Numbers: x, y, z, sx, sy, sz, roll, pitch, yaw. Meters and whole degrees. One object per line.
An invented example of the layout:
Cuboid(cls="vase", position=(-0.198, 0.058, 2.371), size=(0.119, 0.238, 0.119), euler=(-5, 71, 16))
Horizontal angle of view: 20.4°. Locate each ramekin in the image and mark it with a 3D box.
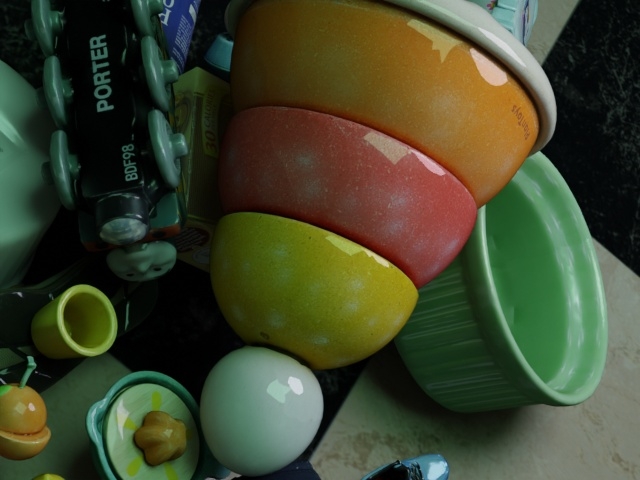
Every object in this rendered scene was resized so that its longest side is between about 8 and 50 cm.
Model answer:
Cuboid(cls="ramekin", position=(-0.383, -0.070, 1.744), size=(0.277, 0.135, 0.277), euler=(20, 49, -24))
Cuboid(cls="ramekin", position=(0.192, 0.051, 2.005), size=(0.303, 0.148, 0.303), euler=(32, 50, -48))

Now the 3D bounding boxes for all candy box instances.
Cuboid(cls="candy box", position=(-0.050, -0.037, 1.936), size=(0.316, 0.087, 0.183), euler=(27, 54, -38))

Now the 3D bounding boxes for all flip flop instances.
Cuboid(cls="flip flop", position=(-0.279, 0.080, 1.748), size=(0.277, 0.080, 0.112), euler=(-30, 106, -43))

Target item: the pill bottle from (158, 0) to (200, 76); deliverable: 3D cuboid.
Cuboid(cls="pill bottle", position=(-0.208, -0.217, 1.980), size=(0.123, 0.123, 0.219), euler=(23, 61, -22))

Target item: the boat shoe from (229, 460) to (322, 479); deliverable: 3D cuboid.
Cuboid(cls="boat shoe", position=(-0.109, 0.319, 1.647), size=(0.341, 0.127, 0.158), euler=(-17, 31, -20))

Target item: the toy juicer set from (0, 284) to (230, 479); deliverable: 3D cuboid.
Cuboid(cls="toy juicer set", position=(-0.179, 0.217, 1.671), size=(0.329, 0.089, 0.209), euler=(50, 47, -20))

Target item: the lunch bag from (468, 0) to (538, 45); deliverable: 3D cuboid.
Cuboid(cls="lunch bag", position=(0.178, -0.249, 2.204), size=(0.160, 0.262, 0.223), euler=(32, 44, -13))

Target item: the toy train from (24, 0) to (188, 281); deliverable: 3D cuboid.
Cuboid(cls="toy train", position=(-0.198, -0.122, 1.753), size=(0.142, 0.190, 0.334), euler=(-13, 59, 3))

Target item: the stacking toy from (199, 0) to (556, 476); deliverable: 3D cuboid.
Cuboid(cls="stacking toy", position=(0.000, 0.000, 1.729), size=(0.351, 0.350, 0.480), euler=(29, 70, -17))

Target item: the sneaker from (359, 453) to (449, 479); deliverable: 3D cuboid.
Cuboid(cls="sneaker", position=(0.086, 0.264, 1.889), size=(0.162, 0.073, 0.063), euler=(-19, 71, -43))

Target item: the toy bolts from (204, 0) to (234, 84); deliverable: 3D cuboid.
Cuboid(cls="toy bolts", position=(-0.023, -0.208, 2.062), size=(0.229, 0.158, 0.218), euler=(8, 23, -11))
